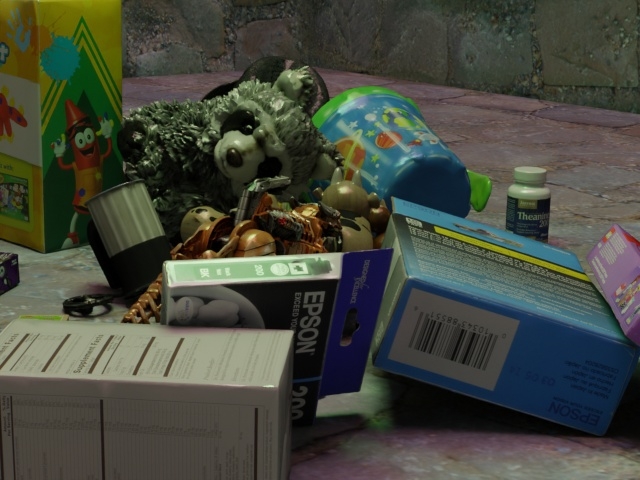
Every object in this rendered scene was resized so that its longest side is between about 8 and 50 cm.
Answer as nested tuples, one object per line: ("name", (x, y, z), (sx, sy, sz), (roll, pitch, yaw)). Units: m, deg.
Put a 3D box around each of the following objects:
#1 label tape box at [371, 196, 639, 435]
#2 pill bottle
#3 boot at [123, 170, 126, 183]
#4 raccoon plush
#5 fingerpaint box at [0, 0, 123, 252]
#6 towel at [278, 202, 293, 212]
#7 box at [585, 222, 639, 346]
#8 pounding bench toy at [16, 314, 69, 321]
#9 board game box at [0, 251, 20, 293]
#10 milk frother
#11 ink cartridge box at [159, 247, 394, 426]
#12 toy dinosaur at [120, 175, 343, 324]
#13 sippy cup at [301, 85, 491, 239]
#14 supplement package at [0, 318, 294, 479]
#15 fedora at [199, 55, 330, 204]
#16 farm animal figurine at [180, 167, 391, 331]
("label tape box", (0.178, 0.070, 1.336), (0.240, 0.106, 0.334), (18, 14, -4))
("pill bottle", (0.320, -0.050, 1.920), (0.067, 0.120, 0.067), (1, 14, 0))
("boot", (-0.335, -0.113, 2.069), (0.077, 0.137, 0.198), (5, 14, 13))
("raccoon plush", (-0.105, -0.174, 1.807), (0.299, 0.216, 0.446), (-22, 27, 17))
("fingerpaint box", (-0.503, -0.211, 1.965), (0.445, 0.371, 0.163), (13, 18, 41))
("towel", (-0.150, -0.076, 2.008), (0.237, 0.021, 0.102), (20, 15, -9))
("box", (0.383, 0.092, 1.280), (0.201, 0.057, 0.293), (37, 14, -4))
("pounding bench toy", (-0.305, 0.115, 1.294), (0.083, 0.065, 0.052), (1, 15, -3))
("board game box", (-0.535, 0.068, 1.508), (0.208, 0.056, 0.347), (0, 13, 13))
("milk frother", (-0.267, 0.012, 1.571), (0.129, 0.135, 0.143), (-26, -4, 30))
("ink cartridge box", (-0.043, 0.096, 1.140), (0.208, 0.206, 0.045), (-4, 45, -13))
("toy dinosaur", (-0.090, 0.047, 1.280), (0.322, 0.218, 0.164), (-8, 18, -35))
("sippy cup", (0.110, -0.094, 1.913), (0.305, 0.240, 0.224), (-28, 34, -14))
("supplement package", (-0.149, 0.150, 1.017), (0.244, 0.139, 0.134), (3, 15, 3))
("fedora", (-0.075, -0.207, 2.156), (0.334, 0.152, 0.334), (9, 45, -9))
("farm animal figurine", (0.000, 0.000, 1.573), (0.330, 0.172, 0.327), (-2, 14, -14))
